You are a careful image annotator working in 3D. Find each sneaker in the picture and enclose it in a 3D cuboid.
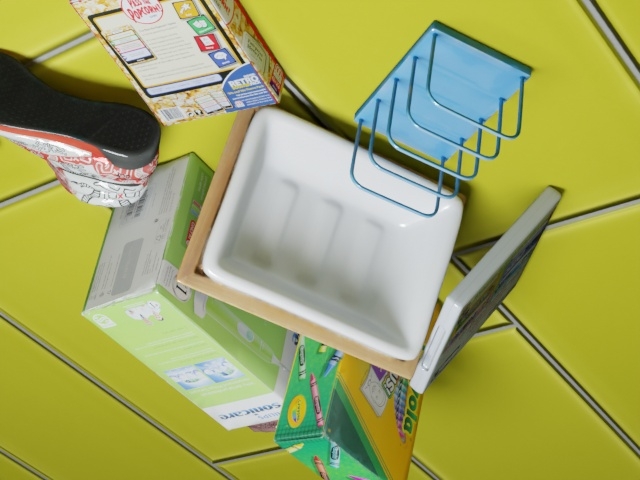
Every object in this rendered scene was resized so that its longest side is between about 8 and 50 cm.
[{"bbox_3d":[-0.314,-0.119,1.483,0.270,0.090,0.145,19,151,-3],"label":"sneaker"}]

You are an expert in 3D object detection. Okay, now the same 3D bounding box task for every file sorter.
[{"bbox_3d":[0.120,-0.118,1.369,0.118,0.104,0.170,23,142,-17],"label":"file sorter"}]

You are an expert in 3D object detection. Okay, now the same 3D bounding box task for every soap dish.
[{"bbox_3d":[0.000,0.000,1.467,0.290,0.229,0.118,24,162,-17],"label":"soap dish"}]

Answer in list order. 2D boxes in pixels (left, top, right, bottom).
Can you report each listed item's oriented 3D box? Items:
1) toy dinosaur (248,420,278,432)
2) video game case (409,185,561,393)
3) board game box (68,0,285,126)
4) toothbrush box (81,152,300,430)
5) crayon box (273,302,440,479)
[{"bbox_3d":[-0.039,0.218,1.777,0.295,0.200,0.127,-12,138,29],"label":"toy dinosaur"},{"bbox_3d":[0.188,0.058,1.513,0.023,0.212,0.193,37,147,15],"label":"video game case"},{"bbox_3d":[-0.144,-0.207,1.362,0.146,0.045,0.193,-9,140,24],"label":"board game box"},{"bbox_3d":[-0.132,0.067,1.592,0.122,0.206,0.283,-18,136,32],"label":"toothbrush box"},{"bbox_3d":[0.050,0.157,1.606,0.081,0.278,0.165,-14,138,36],"label":"crayon box"}]
